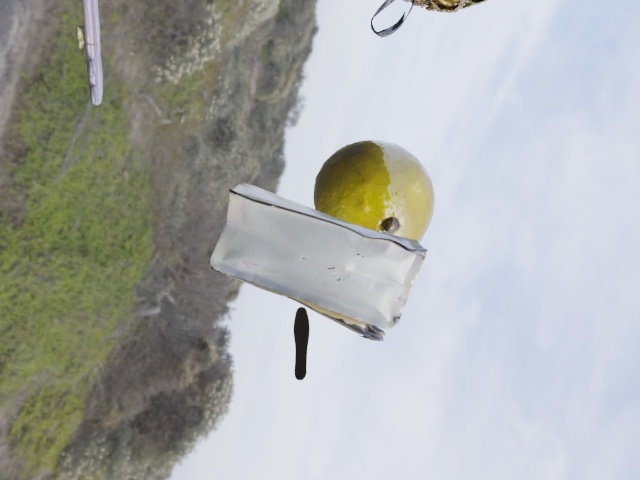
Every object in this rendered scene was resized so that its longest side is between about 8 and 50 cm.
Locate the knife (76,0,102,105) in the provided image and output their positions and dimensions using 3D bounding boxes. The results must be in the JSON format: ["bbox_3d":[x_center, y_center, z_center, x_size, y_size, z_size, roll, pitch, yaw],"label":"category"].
[{"bbox_3d":[-0.390,-0.422,1.173,0.132,0.038,0.398,-125,-144,-65],"label":"knife"}]

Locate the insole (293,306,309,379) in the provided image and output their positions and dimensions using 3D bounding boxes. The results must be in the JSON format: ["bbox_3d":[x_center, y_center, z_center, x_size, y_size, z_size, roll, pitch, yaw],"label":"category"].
[{"bbox_3d":[-0.036,0.188,1.298,0.045,0.002,0.135,-14,-111,45],"label":"insole"}]

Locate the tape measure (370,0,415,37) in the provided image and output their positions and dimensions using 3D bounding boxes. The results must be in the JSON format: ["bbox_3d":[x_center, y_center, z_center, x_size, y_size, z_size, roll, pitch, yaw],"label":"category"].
[{"bbox_3d":[0.092,-0.333,0.810,0.107,0.104,0.179,-31,116,-69],"label":"tape measure"}]

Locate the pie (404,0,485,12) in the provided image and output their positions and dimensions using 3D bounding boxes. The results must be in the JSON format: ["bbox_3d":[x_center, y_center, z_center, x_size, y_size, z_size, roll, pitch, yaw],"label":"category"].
[{"bbox_3d":[0.170,-0.420,0.994,0.274,0.274,0.055,123,-27,-67],"label":"pie"}]

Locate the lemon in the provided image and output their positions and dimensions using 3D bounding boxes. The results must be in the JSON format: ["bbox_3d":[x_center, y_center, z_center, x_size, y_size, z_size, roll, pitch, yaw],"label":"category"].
[{"bbox_3d":[0.122,-0.095,1.640,0.297,0.297,0.297,-165,-90,-83],"label":"lemon"}]

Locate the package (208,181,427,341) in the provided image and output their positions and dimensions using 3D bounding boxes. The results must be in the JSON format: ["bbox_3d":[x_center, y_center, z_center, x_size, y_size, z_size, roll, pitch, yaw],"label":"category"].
[{"bbox_3d":[-0.011,0.031,1.130,0.221,0.311,0.165,-93,-158,-84],"label":"package"}]
